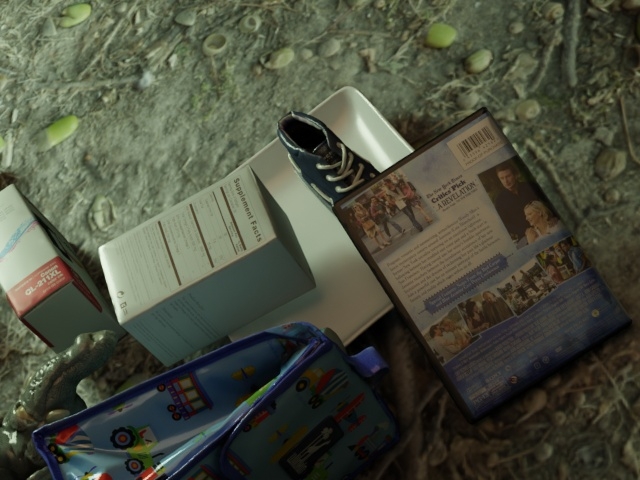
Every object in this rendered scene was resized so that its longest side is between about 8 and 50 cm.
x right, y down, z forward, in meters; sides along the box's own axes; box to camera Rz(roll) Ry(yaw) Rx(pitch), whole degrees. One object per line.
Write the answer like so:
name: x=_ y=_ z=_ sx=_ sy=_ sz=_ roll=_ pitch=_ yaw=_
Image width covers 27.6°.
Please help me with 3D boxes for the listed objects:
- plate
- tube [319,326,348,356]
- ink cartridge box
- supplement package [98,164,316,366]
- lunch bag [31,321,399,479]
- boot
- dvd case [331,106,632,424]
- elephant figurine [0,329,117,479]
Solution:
plate: x=0.000 y=0.000 z=1.371 sx=0.278 sy=0.045 sz=0.277 roll=-38 pitch=52 yaw=-2
tube: x=-0.072 y=0.147 z=1.258 sx=0.207 sy=0.052 sz=0.080 roll=-25 pitch=25 yaw=18
ink cartridge box: x=-0.304 y=0.039 z=1.430 sx=0.072 sy=0.127 sz=0.175 roll=-37 pitch=53 yaw=-3
supplement package: x=-0.114 y=0.027 z=1.311 sx=0.179 sy=0.105 sz=0.105 roll=-28 pitch=53 yaw=6
lunch bag: x=-0.067 y=0.184 z=1.175 sx=0.293 sy=0.221 sz=0.138 roll=-34 pitch=53 yaw=2
boot: x=0.026 y=-0.058 z=1.313 sx=0.069 sy=0.086 sz=0.190 roll=-47 pitch=53 yaw=-9
dvd case: x=0.150 y=0.022 z=1.242 sx=0.180 sy=0.022 sz=0.253 roll=-33 pitch=77 yaw=2
elephant figurine: x=-0.297 y=0.218 z=1.310 sx=0.239 sy=0.186 sz=0.169 roll=-24 pitch=86 yaw=-23
